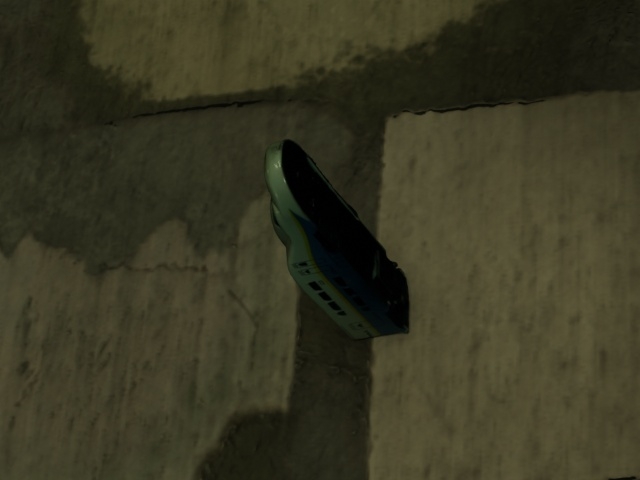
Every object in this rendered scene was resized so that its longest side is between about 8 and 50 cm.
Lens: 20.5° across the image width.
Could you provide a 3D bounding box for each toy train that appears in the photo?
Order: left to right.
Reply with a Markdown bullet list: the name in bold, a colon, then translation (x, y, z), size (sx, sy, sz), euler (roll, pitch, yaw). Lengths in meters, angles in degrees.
- **toy train**: translation (0.000, 0.000, 1.193), size (0.051, 0.234, 0.052), euler (-13, 61, 19)
